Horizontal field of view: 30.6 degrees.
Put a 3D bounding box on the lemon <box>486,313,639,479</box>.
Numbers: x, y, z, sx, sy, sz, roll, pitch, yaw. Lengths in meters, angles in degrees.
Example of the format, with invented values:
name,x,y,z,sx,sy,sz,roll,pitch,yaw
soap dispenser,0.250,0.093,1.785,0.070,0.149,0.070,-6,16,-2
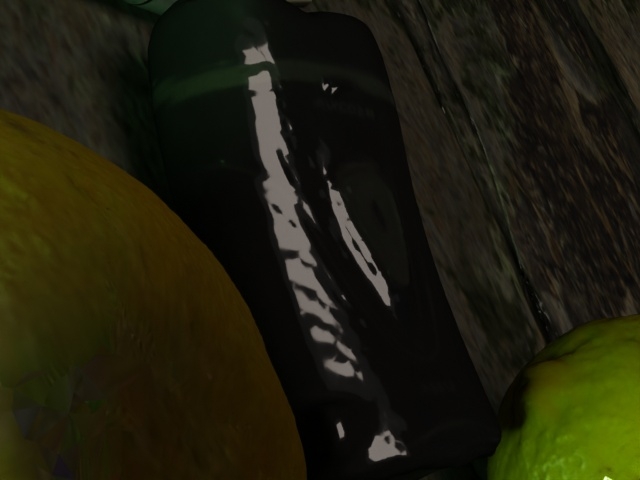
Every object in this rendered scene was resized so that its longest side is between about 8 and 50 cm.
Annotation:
name,x,y,z,sx,sy,sz,roll,pitch,yaw
lemon,0.255,0.184,0.852,0.284,0.260,0.260,58,31,-5

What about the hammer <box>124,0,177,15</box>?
name,x,y,z,sx,sy,sz,roll,pitch,yaw
hammer,-0.178,-0.181,0.740,0.427,0.044,0.152,15,52,-50

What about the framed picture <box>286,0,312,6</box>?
name,x,y,z,sx,sy,sz,roll,pitch,yaw
framed picture,-0.070,-0.262,0.982,0.109,0.011,0.149,-22,83,-58

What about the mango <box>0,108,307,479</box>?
name,x,y,z,sx,sy,sz,roll,pitch,yaw
mango,-0.112,0.086,0.455,0.365,0.182,0.253,31,56,-55

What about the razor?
name,x,y,z,sx,sy,sz,roll,pitch,yaw
razor,-0.001,0.000,0.764,0.204,0.113,0.349,8,60,-51
